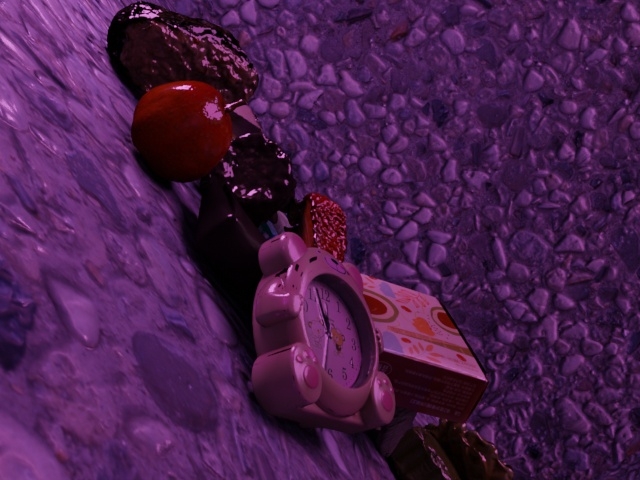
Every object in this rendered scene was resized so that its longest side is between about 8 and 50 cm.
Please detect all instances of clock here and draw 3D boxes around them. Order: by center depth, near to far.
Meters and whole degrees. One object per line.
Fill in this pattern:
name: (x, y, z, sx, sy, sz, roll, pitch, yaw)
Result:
clock: (0.000, 0.155, 1.128, 0.284, 0.114, 0.309, 27, 47, -44)

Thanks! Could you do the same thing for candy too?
candy: (-0.265, -0.315, 1.813, 0.195, 0.137, 0.185, 27, 17, -28)

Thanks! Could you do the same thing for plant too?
plant: (-0.166, -0.122, 1.524, 0.199, 0.188, 0.276, 50, -14, 3)

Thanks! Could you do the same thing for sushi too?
sushi: (-0.323, -0.416, 1.560, 0.350, 0.211, 0.171, 21, 28, -36)

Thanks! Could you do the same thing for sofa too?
sofa: (0.088, 0.343, 1.538, 0.225, 0.176, 0.210, 21, 22, -24)

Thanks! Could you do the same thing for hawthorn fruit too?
hawthorn fruit: (-0.238, -0.214, 1.263, 0.196, 0.225, 0.196, 58, 16, -28)

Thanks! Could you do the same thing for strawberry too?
strawberry: (0.000, 0.000, 1.405, 0.106, 0.188, 0.286, 5, 28, -17)

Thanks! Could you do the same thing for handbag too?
handbag: (-0.138, 0.023, 1.288, 0.285, 0.113, 0.257, 52, 7, -32)

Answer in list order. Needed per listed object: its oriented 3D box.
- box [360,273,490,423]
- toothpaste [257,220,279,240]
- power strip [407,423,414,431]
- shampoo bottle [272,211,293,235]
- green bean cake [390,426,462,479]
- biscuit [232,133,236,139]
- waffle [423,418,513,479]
box: (0.125, 0.205, 1.465, 0.385, 0.122, 0.344, 18, 20, -16)
toothpaste: (-0.196, -0.101, 1.811, 0.266, 0.050, 0.065, 58, 5, 22)
power strip: (0.201, 0.479, 1.825, 0.167, 0.054, 0.253, 58, 6, -2)
shampoo bottle: (-0.122, -0.050, 1.870, 0.212, 0.049, 0.072, 42, -49, 51)
green bean cake: (0.255, 0.548, 1.584, 0.200, 0.113, 0.214, 59, 7, 22)
biscuit: (-0.283, -0.259, 1.588, 0.187, 0.036, 0.273, 17, 14, -12)
waffle: (0.363, 0.599, 1.692, 0.073, 0.297, 0.317, -21, 64, -39)
